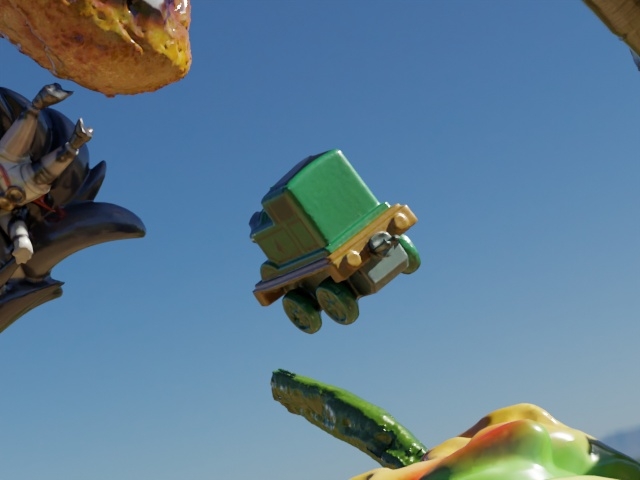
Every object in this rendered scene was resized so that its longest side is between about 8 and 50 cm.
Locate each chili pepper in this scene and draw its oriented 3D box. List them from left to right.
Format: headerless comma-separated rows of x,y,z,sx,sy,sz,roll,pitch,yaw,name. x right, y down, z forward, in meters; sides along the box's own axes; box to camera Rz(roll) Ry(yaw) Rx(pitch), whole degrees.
0.049,0.227,1.736,0.076,0.085,0.359,-42,29,-14,chili pepper

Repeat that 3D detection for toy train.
0.000,0.000,1.251,0.091,0.136,0.228,-38,8,-24,toy train

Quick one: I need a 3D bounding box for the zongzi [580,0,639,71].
0.220,-0.234,1.021,0.081,0.189,0.178,-30,20,53,zongzi

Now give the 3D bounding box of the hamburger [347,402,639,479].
0.082,0.186,0.669,0.237,0.237,0.149,-8,23,-16,hamburger

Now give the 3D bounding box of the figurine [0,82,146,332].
-0.291,-0.017,1.286,0.265,0.175,0.197,-33,-25,1,figurine

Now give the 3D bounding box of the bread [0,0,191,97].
-0.183,-0.178,0.826,0.095,0.269,0.139,-54,9,27,bread
